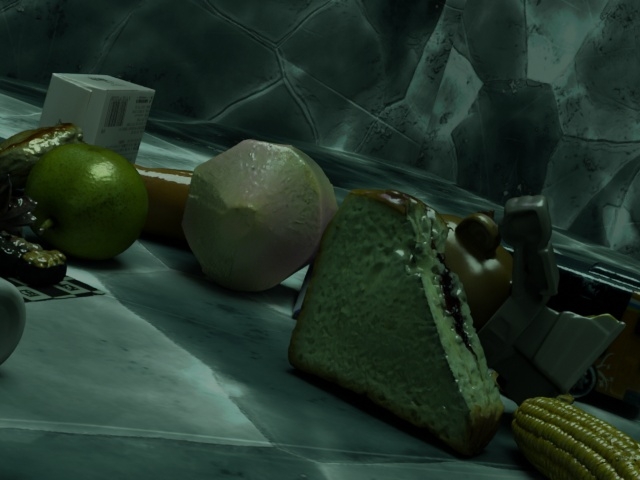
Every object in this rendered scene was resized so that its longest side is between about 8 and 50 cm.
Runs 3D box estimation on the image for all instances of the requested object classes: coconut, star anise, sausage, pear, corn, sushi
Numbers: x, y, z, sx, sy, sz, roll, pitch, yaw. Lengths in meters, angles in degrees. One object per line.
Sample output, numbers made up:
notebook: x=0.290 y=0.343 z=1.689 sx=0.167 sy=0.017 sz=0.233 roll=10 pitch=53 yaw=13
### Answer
coconut: x=-0.097 y=-0.043 z=1.924 sx=0.233 sy=0.233 sz=0.245 roll=18 pitch=5 yaw=10
star anise: x=-0.429 y=-0.036 z=1.690 sx=0.124 sy=0.056 sz=0.129 roll=-12 pitch=-38 yaw=18
sausage: x=-0.239 y=-0.060 z=2.097 sx=0.354 sy=0.116 sz=0.134 roll=8 pitch=-28 yaw=-12
pear: x=-0.349 y=-0.046 z=1.800 sx=0.180 sy=0.166 sz=0.216 roll=33 pitch=36 yaw=16
corn: x=0.300 y=0.245 z=1.394 sx=0.101 sy=0.101 sz=0.292 roll=13 pitch=8 yaw=-22
sushi: x=-0.406 y=0.014 z=1.622 sx=0.215 sy=0.050 sz=0.192 roll=21 pitch=11 yaw=25

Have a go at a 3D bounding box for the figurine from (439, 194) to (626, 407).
figurine: x=0.215 y=0.084 z=1.618 sx=0.285 sy=0.342 sz=0.167 roll=39 pitch=23 yaw=7

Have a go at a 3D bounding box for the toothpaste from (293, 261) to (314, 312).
toothpaste: x=0.018 y=0.050 z=2.003 sx=0.125 sy=0.080 sz=0.371 roll=-27 pitch=4 yaw=4

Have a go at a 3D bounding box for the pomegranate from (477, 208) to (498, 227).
pomegranate: x=0.275 y=0.034 z=2.246 sx=0.196 sy=0.196 sz=0.196 roll=16 pitch=10 yaw=-3

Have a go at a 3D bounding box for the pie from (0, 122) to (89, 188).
pie: x=-0.478 y=-0.132 z=2.059 sx=0.205 sy=0.084 sz=0.179 roll=-23 pitch=-4 yaw=41

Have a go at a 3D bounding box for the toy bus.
toy bus: x=0.359 y=0.116 z=1.918 sx=0.323 sy=0.194 sz=0.162 roll=19 pitch=9 yaw=15

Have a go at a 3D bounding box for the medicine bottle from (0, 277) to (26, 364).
medicine bottle: x=-0.389 y=0.056 z=1.259 sx=0.187 sy=0.102 sz=0.103 roll=24 pitch=12 yaw=32

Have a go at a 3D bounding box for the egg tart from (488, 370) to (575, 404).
egg tart: x=0.301 y=0.198 z=1.791 sx=0.129 sy=0.049 sz=0.129 roll=14 pitch=10 yaw=-3

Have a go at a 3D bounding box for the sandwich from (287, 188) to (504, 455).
sandwich: x=0.111 y=0.087 z=1.505 sx=0.288 sy=0.254 sz=0.099 roll=26 pitch=6 yaw=33

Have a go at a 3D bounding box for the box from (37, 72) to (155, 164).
box: x=-0.420 y=-0.196 z=2.328 sx=0.116 sy=0.203 sz=0.274 roll=18 pitch=10 yaw=9
